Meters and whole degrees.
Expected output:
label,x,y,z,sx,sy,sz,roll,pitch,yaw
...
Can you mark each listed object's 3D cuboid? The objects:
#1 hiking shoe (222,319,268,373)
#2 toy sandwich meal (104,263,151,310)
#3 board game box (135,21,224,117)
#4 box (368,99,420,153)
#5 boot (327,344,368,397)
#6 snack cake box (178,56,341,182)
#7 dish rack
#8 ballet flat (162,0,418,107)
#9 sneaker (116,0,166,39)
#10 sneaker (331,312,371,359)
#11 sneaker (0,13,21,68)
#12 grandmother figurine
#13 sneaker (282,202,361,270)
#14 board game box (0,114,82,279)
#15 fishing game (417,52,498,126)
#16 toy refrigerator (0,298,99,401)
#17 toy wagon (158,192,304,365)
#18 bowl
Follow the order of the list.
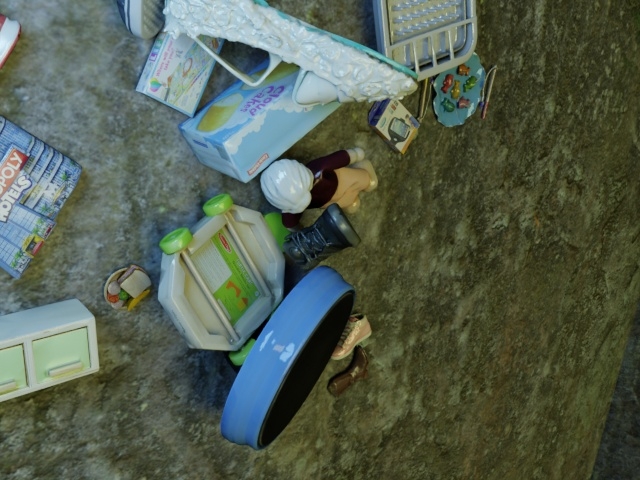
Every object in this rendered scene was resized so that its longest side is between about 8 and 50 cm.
label,x,y,z,sx,sy,sz,roll,pitch,yaw
hiking shoe,-0.141,0.183,1.266,0.114,0.086,0.227,-25,122,-28
toy sandwich meal,-0.333,0.084,1.093,0.085,0.029,0.086,-18,118,-36
board game box,-0.225,-0.293,1.027,0.103,0.026,0.154,21,93,-50
box,0.161,-0.260,1.390,0.136,0.028,0.081,34,84,-46
boot,0.065,0.324,1.546,0.114,0.037,0.107,-24,120,-27
snack cake box,-0.093,-0.227,1.091,0.264,0.152,0.089,-43,130,-20
dish rack,0.205,-0.510,1.294,0.285,0.072,0.333,-27,124,-30
ballet flat,-0.052,-0.288,0.973,0.408,0.147,0.147,23,92,-13
sneaker,-0.262,-0.453,0.879,0.126,0.127,0.321,-61,172,-53
sneaker,0.064,0.221,1.490,0.134,0.051,0.070,-33,125,-31
sneaker,-0.494,-0.220,0.802,0.128,0.087,0.221,33,72,-36
grandmother figurine,-0.006,-0.099,1.175,0.208,0.104,0.342,-59,161,14
sneaker,0.000,0.000,1.149,0.130,0.227,0.087,-32,88,-5
board game box,-0.467,-0.073,0.888,0.194,0.060,0.194,37,82,-45
fishing game,0.338,-0.362,1.497,0.264,0.041,0.189,-7,115,-40
toy refrigerator,-0.485,0.180,0.954,0.269,0.094,0.102,-13,115,-38
toy wagon,-0.147,0.048,1.166,0.344,0.068,0.267,-49,121,-43
bowl,-0.051,0.236,1.243,0.391,0.077,0.391,-54,164,-24
